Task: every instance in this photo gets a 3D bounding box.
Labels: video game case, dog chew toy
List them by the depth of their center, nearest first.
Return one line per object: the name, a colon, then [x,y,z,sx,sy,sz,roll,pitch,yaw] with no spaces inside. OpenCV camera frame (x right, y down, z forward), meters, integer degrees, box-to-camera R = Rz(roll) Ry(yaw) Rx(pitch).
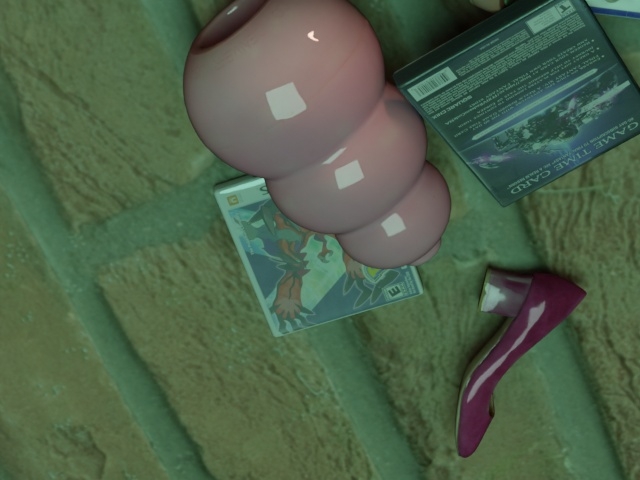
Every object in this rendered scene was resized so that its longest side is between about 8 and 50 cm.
dog chew toy: [0.012,-0.103,1.599,0.207,0.206,0.332,-33,114,16]
video game case: [0.217,-0.144,1.606,0.196,0.026,0.274,-29,145,15]
video game case: [0.000,0.000,1.757,0.183,0.023,0.201,-17,117,9]

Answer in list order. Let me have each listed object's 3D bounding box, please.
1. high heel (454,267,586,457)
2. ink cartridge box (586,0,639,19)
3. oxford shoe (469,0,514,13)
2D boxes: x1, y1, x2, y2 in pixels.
high heel: [0.225,0.149,1.806,0.117,0.082,0.244,12,105,5]
ink cartridge box: [0.311,-0.384,1.530,0.165,0.065,0.332,7,116,-5]
oxford shoe: [0.146,-0.418,1.474,0.146,0.140,0.397,15,108,18]
